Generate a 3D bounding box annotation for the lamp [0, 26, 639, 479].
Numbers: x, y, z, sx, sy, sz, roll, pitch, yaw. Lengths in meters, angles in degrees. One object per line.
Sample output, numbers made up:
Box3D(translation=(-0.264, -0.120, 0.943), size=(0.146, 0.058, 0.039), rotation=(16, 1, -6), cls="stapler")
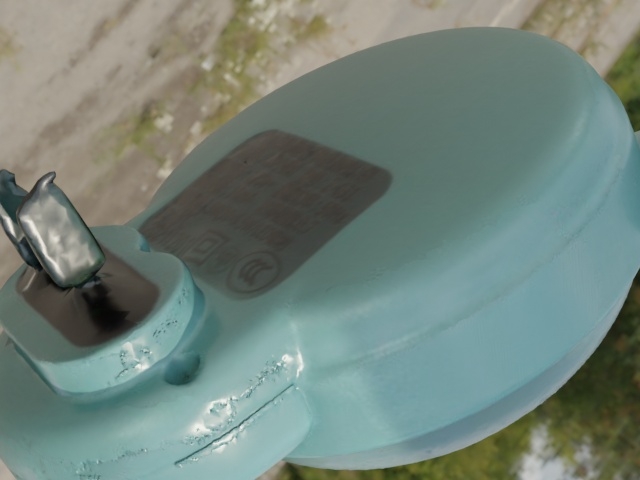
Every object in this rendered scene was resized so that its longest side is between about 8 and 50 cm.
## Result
Box3D(translation=(0.004, 0.011, 0.521), size=(0.284, 0.209, 0.147), rotation=(-18, 111, -25), cls="lamp")
